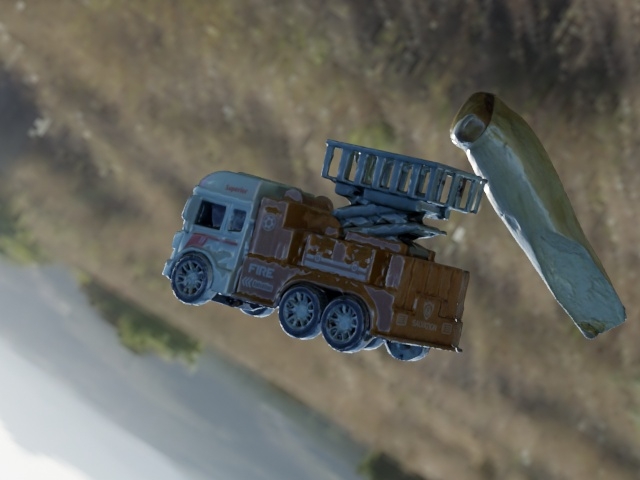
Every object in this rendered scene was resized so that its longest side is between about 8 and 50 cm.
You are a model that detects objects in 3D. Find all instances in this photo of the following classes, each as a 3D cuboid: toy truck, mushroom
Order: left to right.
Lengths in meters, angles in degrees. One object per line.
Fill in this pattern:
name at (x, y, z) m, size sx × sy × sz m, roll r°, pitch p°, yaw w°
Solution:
toy truck at (-0.001, 0.000, 1.089) m, size 0.177 × 0.115 × 0.080 m, roll 13°, pitch 180°, yaw 36°
mushroom at (0.256, -0.027, 2.154) m, size 0.333 × 0.087 × 0.107 m, roll 58°, pitch -170°, yaw -11°
